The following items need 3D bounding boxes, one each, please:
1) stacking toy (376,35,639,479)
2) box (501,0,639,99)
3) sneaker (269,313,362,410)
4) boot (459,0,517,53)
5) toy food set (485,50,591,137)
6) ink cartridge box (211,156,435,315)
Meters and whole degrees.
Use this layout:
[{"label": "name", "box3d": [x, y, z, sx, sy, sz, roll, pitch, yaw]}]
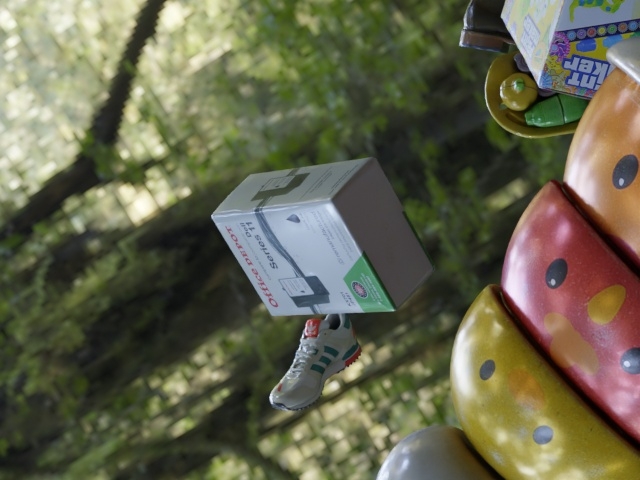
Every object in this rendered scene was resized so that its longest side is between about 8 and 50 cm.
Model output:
[{"label": "stacking toy", "box3d": [0.232, 0.104, 1.383, 0.351, 0.480, 0.350, 42, -171, -8]}, {"label": "box", "box3d": [0.341, -0.327, 1.894, 0.177, 0.279, 0.290, 12, -157, -8]}, {"label": "sneaker", "box3d": [-0.013, 0.134, 1.946, 0.161, 0.057, 0.075, -39, -58, -44]}, {"label": "boot", "box3d": [0.298, -0.294, 2.201, 0.082, 0.219, 0.106, -32, -51, -80]}, {"label": "toy food set", "box3d": [0.318, -0.207, 2.108, 0.071, 0.218, 0.128, 82, 177, -68]}, {"label": "ink cartridge box", "box3d": [0.000, 0.000, 1.845, 0.087, 0.208, 0.153, -46, -65, -34]}]
